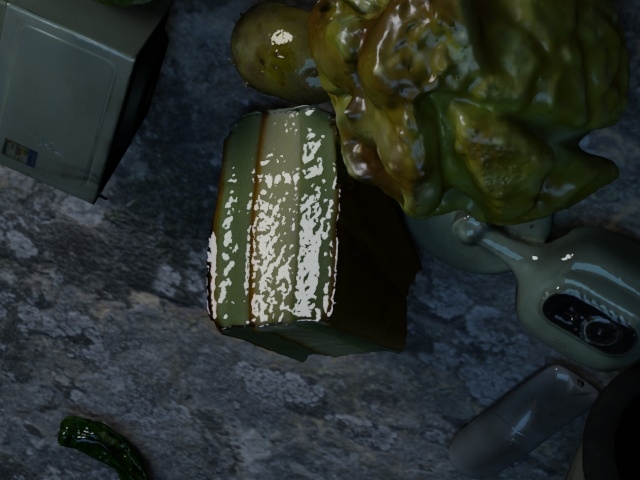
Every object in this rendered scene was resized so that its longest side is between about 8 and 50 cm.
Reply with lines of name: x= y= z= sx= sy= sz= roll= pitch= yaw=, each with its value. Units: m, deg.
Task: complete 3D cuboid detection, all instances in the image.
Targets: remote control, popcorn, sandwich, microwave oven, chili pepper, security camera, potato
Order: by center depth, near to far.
popcorn: x=0.119 y=-0.142 z=1.184 sx=0.247 sy=0.282 sz=0.282 roll=-12 pitch=136 yaw=-19
potato: x=-0.031 y=-0.176 z=1.312 sx=0.138 sy=0.070 sz=0.091 roll=25 pitch=120 yaw=42
microwave oven: x=-0.246 y=-0.167 z=1.392 sx=0.163 sy=0.129 sz=0.205 roll=24 pitch=134 yaw=-3
security camera: x=0.215 y=0.021 z=1.418 sx=0.302 sy=0.080 sz=0.157 roll=31 pitch=134 yaw=-3
sandwich: x=0.001 y=0.000 z=1.457 sx=0.155 sy=0.227 sz=0.198 roll=-5 pitch=164 yaw=29
remote control: x=0.225 y=0.217 z=1.607 sx=0.073 sy=0.044 sz=0.229 roll=37 pitch=133 yaw=-9
chili pepper: x=-0.273 y=0.293 z=1.868 sx=0.073 sy=0.050 sz=0.182 roll=-23 pitch=122 yaw=27

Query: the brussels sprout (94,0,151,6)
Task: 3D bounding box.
brussels sprout: x=-0.204 y=-0.293 z=1.250 sx=0.181 sy=0.143 sz=0.161 roll=33 pitch=149 yaw=-7

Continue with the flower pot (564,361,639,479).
flower pot: x=0.384 y=0.325 z=1.488 sx=0.294 sy=0.293 sz=0.330 roll=17 pitch=141 yaw=6
